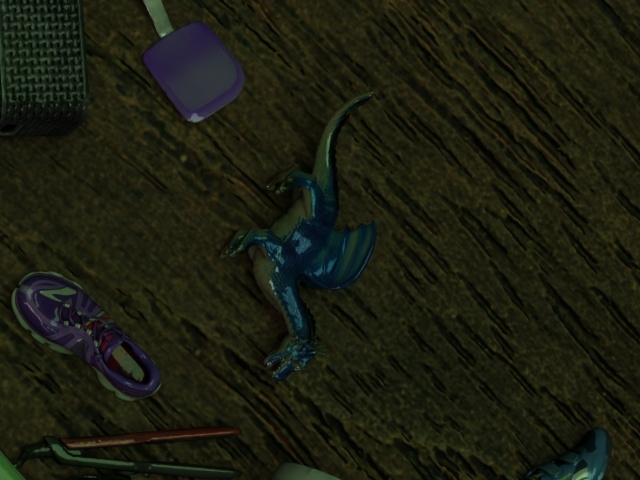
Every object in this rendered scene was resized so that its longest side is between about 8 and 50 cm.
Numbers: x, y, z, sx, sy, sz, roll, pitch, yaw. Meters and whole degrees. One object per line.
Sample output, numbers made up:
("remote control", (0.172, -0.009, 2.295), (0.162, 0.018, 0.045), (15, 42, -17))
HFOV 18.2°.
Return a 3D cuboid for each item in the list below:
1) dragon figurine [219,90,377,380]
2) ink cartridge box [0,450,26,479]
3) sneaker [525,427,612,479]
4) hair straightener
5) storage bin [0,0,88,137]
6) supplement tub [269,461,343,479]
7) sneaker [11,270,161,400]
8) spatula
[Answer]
("dragon figurine", (0.000, 0.000, 1.993), (0.144, 0.085, 0.289), (36, 77, -13))
("ink cartridge box", (-0.302, 0.245, 1.846), (0.062, 0.109, 0.209), (-42, 97, -20))
("sneaker", (0.249, 0.247, 2.065), (0.059, 0.053, 0.144), (39, 71, -8))
("hair straightener", (-0.186, 0.227, 1.920), (0.230, 0.047, 0.089), (-1, 83, -19))
("storage bin", (-0.278, -0.194, 1.906), (0.084, 0.122, 0.180), (-2, 83, -19))
("supplement tub", (-0.030, 0.398, 1.849), (0.241, 0.241, 0.331), (34, 74, -12))
("sneaker", (-0.218, 0.087, 1.916), (0.170, 0.071, 0.068), (37, 73, -10))
("spatula", (-0.179, -0.257, 1.997), (0.084, 0.030, 0.296), (-34, 94, -21))
